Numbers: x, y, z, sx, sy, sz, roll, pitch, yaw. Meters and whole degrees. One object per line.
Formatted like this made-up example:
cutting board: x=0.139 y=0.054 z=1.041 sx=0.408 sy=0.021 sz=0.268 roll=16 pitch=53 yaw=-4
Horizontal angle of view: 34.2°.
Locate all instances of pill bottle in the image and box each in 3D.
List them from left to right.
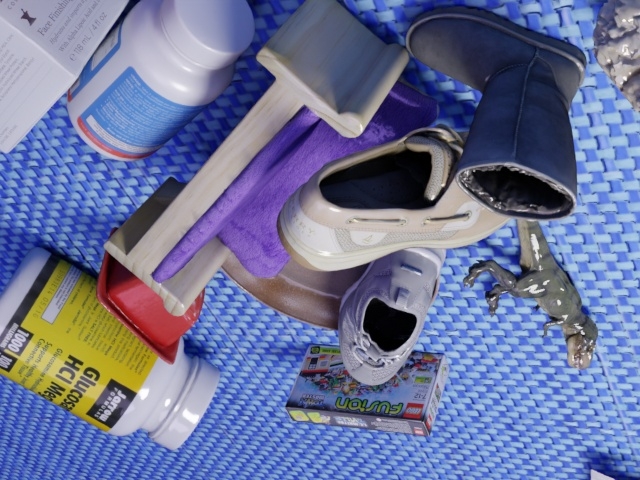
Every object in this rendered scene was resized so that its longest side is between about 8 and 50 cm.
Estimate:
pill bottle: x=-0.325 y=0.169 z=1.532 sx=0.334 sy=0.188 sz=0.188 roll=32 pitch=142 yaw=-12
pill bottle: x=-0.164 y=-0.179 z=1.077 sx=0.124 sy=0.124 sz=0.221 roll=38 pitch=141 yaw=-19

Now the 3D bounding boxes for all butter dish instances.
butter dish: x=-0.205 y=0.054 z=1.388 sx=0.118 sy=0.160 sz=0.160 roll=-30 pitch=122 yaw=20

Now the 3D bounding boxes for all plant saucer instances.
plant saucer: x=0.000 y=0.000 z=1.274 sx=0.311 sy=0.050 sz=0.310 roll=14 pitch=143 yaw=11

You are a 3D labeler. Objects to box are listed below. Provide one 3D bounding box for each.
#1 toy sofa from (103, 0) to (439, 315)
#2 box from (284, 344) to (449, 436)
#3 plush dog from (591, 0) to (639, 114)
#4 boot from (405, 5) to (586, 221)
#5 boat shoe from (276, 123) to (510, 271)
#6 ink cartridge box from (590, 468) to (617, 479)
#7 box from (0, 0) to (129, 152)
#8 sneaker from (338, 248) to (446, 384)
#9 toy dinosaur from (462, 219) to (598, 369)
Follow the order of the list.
toy sofa: x=-0.054 y=-0.064 z=1.076 sx=0.177 sy=0.150 sz=0.362 roll=41 pitch=131 yaw=-6
box: x=0.065 y=0.205 z=1.437 sx=0.207 sy=0.114 sz=0.036 roll=1 pitch=138 yaw=25
plush dog: x=0.383 y=-0.131 z=0.829 sx=0.225 sy=0.210 sz=0.262 roll=-40 pitch=116 yaw=21
boot: x=0.146 y=-0.114 z=0.925 sx=0.190 sy=0.208 sz=0.076 roll=14 pitch=141 yaw=12
boat shoe: x=0.104 y=-0.055 z=0.982 sx=0.109 sy=0.302 sz=0.098 roll=63 pitch=149 yaw=20
ink cartridge box: x=0.478 y=0.403 z=1.488 sx=0.181 sy=0.056 sz=0.224 roll=20 pitch=143 yaw=29
box: x=-0.290 y=-0.217 z=1.047 sx=0.119 sy=0.181 sz=0.182 roll=38 pitch=141 yaw=-19
sneaker: x=0.066 y=0.101 z=1.228 sx=0.105 sy=0.115 sz=0.281 roll=18 pitch=143 yaw=6
toy dinosaur: x=0.237 y=0.048 z=1.206 sx=0.118 sy=0.064 sz=0.268 roll=-11 pitch=130 yaw=28
